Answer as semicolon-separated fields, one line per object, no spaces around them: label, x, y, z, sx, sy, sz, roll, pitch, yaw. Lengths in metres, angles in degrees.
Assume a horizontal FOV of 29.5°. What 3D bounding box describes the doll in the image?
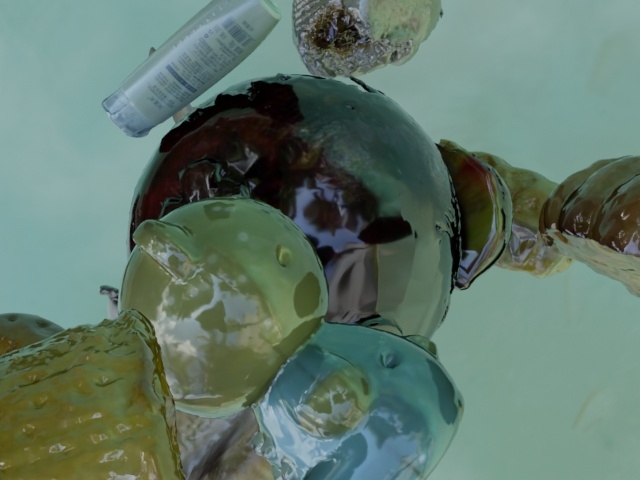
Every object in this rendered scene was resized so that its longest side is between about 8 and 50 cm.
doll;-0.032;0.081;0.872;0.261;0.161;0.177;41;176;0

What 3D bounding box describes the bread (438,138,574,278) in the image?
bread;0.261;-0.041;1.783;0.268;0.130;0.152;24;109;31

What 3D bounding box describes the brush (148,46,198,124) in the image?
brush;-0.246;-0.245;2.222;0.321;0.050;0.060;56;140;39

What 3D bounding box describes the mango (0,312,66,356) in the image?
mango;-0.349;0.158;1.404;0.249;0.156;0.151;8;76;42

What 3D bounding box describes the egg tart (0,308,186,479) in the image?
egg tart;-0.121;0.140;0.506;0.202;0.147;0.202;168;90;-82

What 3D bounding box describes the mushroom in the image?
mushroom;-0.136;0.250;1.777;0.224;0.314;0.397;6;101;63

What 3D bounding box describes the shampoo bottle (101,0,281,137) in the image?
shampoo bottle;-0.137;-0.191;1.288;0.212;0.049;0.072;-35;130;16

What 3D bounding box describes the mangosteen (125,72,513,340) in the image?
mangosteen;0.001;0.010;1.354;0.381;0.421;0.381;-35;45;45

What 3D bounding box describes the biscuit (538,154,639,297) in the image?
biscuit;0.329;0.021;0.968;0.326;0.326;0.107;26;92;23

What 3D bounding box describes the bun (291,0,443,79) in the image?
bun;0.087;-0.386;1.975;0.205;0.281;0.281;22;141;-31
